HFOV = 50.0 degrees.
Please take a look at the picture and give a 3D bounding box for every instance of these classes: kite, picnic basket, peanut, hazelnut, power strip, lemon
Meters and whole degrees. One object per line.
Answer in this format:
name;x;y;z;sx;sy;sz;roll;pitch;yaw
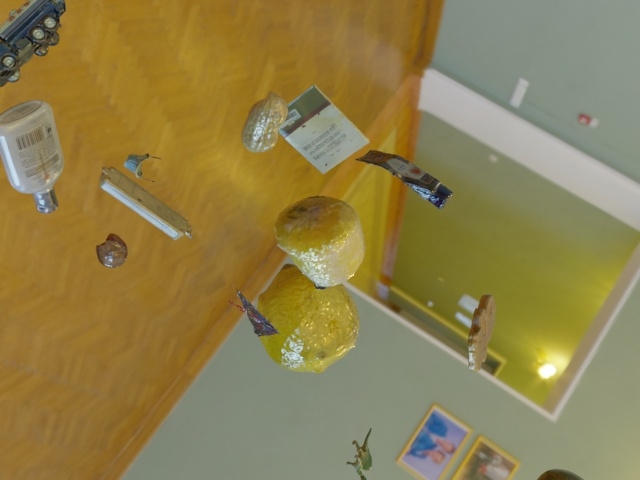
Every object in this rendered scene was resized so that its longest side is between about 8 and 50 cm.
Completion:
kite;-0.180;0.200;1.841;0.009;0.189;0.232;-46;146;-27
picnic basket;-0.436;-0.184;1.684;0.083;0.083;0.065;-100;-148;-71
peanut;-0.130;-0.267;1.588;0.194;0.083;0.093;132;-41;-57
hazelnut;-0.513;0.025;1.693;0.086;0.086;0.086;-52;166;-19
power strip;-0.464;-0.093;1.830;0.044;0.305;0.064;-34;-147;30
lemon;-0.046;0.260;2.322;0.350;0.387;0.350;-18;166;-5

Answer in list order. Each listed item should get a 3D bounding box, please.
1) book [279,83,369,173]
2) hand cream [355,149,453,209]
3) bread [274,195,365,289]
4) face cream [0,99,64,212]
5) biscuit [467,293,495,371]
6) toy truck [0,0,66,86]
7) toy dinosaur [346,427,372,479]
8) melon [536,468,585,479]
book;-0.005;-0.348;2.189;0.201;0.289;0.026;-33;-142;21
hand cream;0.138;-0.106;1.117;0.062;0.163;0.039;-40;157;-48
bread;0.003;-0.003;1.544;0.197;0.197;0.170;-49;134;-31
face cream;-0.661;-0.183;1.592;0.144;0.071;0.291;-41;153;-33
biscuit;0.443;0.244;1.895;0.248;0.035;0.184;-56;143;-45
toy truck;-0.560;-0.388;1.294;0.201;0.088;0.074;-53;-169;-19
toy dinosaur;0.092;0.456;1.462;0.029;0.060;0.119;-28;-157;37
melon;0.415;0.452;1.151;0.114;0.114;0.167;-59;-164;11
